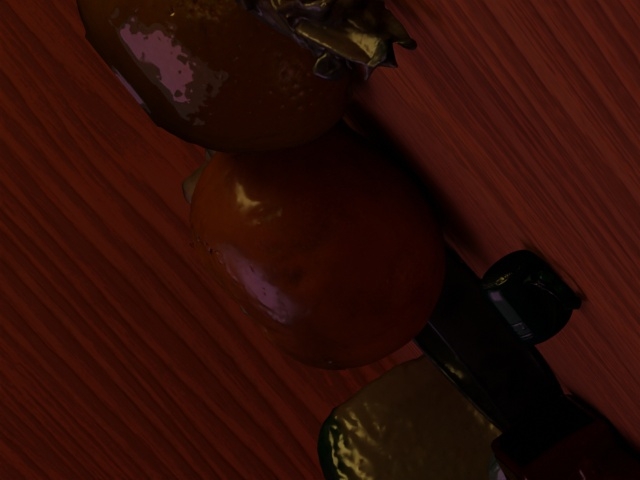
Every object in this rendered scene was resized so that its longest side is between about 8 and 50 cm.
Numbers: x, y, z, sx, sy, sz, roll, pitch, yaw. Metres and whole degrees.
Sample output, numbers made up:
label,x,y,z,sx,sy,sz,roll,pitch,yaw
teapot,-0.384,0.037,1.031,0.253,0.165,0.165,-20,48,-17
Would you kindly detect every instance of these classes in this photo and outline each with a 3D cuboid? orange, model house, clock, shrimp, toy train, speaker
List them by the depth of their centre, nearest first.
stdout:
label,x,y,z,sx,sy,sz,roll,pitch,yaw
shrimp,-0.049,-0.239,1.161,0.360,0.085,0.247,51,171,32
speaker,0.188,0.045,1.405,0.094,0.060,0.075,-22,113,48
orange,-0.121,-0.217,1.535,0.334,0.196,0.262,55,166,29
orange,0.000,0.000,1.690,0.284,0.226,0.284,44,178,2
toy train,0.314,0.312,1.781,0.231,0.163,0.369,60,173,-20
clock,0.139,0.079,1.990,0.386,0.076,0.386,48,176,5
model house,0.215,0.392,2.416,0.382,0.334,0.342,58,179,29

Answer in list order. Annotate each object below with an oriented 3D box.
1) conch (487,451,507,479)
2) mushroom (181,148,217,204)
label,x,y,z,sx,sy,sz,roll,pitch,yaw
conch,0.296,0.298,2.059,0.188,0.122,0.176,44,155,27
mushroom,-0.091,-0.096,2.071,0.226,0.178,0.226,62,-171,-17
